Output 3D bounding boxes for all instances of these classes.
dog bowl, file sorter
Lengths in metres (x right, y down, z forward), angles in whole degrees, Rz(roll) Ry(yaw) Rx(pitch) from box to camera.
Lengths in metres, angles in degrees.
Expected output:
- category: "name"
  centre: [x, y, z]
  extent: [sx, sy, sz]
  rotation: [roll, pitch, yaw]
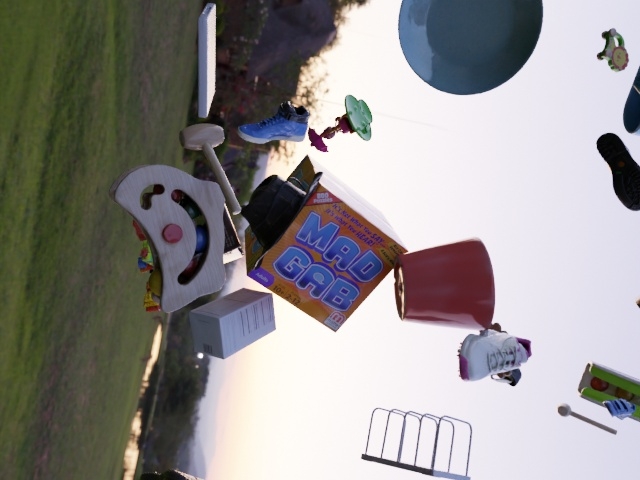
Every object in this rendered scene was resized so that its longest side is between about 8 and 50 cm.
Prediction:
- category: "dog bowl"
  centre: [1.012, -0.448, 1.693]
  extent: [0.166, 0.074, 0.297]
  rotation: [-86, 175, -47]
- category: "file sorter"
  centre: [0.301, 0.625, 1.717]
  extent: [0.277, 0.192, 0.173]
  rotation: [-10, -119, 46]

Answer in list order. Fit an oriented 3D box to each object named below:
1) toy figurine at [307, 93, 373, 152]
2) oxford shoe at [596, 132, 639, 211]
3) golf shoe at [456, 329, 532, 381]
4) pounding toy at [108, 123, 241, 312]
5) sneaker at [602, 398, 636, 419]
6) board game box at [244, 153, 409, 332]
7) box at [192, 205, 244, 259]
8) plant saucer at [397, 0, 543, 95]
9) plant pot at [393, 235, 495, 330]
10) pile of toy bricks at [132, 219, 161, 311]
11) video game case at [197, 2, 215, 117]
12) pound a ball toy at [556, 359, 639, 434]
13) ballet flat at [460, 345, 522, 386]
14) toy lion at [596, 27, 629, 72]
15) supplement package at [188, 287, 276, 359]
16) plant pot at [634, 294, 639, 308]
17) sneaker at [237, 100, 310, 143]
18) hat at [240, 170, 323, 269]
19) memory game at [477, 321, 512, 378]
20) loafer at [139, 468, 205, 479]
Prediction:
- category: "toy figurine"
  centre: [0.042, -0.300, 1.475]
  extent: [0.130, 0.159, 0.173]
  rotation: [60, 30, -16]
- category: "oxford shoe"
  centre: [0.828, -0.190, 1.505]
  extent: [0.096, 0.082, 0.227]
  rotation: [-19, 88, -56]
- category: "golf shoe"
  centre: [0.453, 0.293, 1.436]
  extent: [0.306, 0.140, 0.115]
  rotation: [-9, 95, -55]
- category: "pounding toy"
  centre: [-0.209, -0.031, 0.786]
  extent: [0.155, 0.154, 0.270]
  rotation: [15, -74, 62]
- category: "sneaker"
  centre: [0.902, 0.503, 1.674]
  extent: [0.059, 0.144, 0.053]
  rotation: [-40, -131, 29]
- category: "board game box"
  centre: [0.000, 0.000, 1.809]
  extent: [0.356, 0.356, 0.356]
  rotation: [-49, -159, 13]
- category: "box"
  centre: [-0.347, -0.008, 1.610]
  extent: [0.167, 0.203, 0.169]
  rotation: [114, -44, -79]
- category: "plant saucer"
  centre: [0.206, -0.303, 0.770]
  extent: [0.037, 0.195, 0.195]
  rotation: [-48, 156, -57]
- category: "plant pot"
  centre: [0.345, 0.131, 1.611]
  extent: [0.275, 0.243, 0.275]
  rotation: [176, -90, -90]
- category: "pile of toy bricks"
  centre: [-0.342, 0.032, 1.161]
  extent: [0.105, 0.118, 0.212]
  rotation: [46, 35, -62]
- category: "video game case"
  centre: [-0.260, -0.414, 1.269]
  extent: [0.193, 0.023, 0.212]
  rotation: [-98, -168, -58]
- category: "pound a ball toy"
  centre: [0.968, 0.535, 1.827]
  extent: [0.208, 0.319, 0.135]
  rotation: [-70, 161, 1]
- category: "ballet flat"
  centre: [0.717, 0.529, 2.340]
  extent: [0.095, 0.280, 0.096]
  rotation: [108, 9, -53]
- category: "toy lion"
  centre: [0.803, -0.513, 1.509]
  extent: [0.034, 0.096, 0.100]
  rotation: [0, -106, 69]
- category: "supplement package"
  centre: [-0.269, 0.253, 1.740]
  extent: [0.244, 0.139, 0.134]
  rotation: [-22, 113, -51]
- category: "plant pot"
  centre: [0.803, 0.113, 1.104]
  extent: [0.230, 0.215, 0.215]
  rotation: [-53, -160, 23]
- category: "sneaker"
  centre: [-0.093, -0.247, 1.137]
  extent: [0.058, 0.152, 0.085]
  rotation: [-117, -146, -42]
- category: "hat"
  centre: [-0.132, -0.078, 1.435]
  extent: [0.331, 0.134, 0.331]
  rotation: [-55, -174, 9]
- category: "memory game"
  centre: [0.557, 0.347, 1.769]
  extent: [0.186, 0.012, 0.186]
  rotation: [174, -90, -69]
- category: "loafer"
  centre: [-0.408, 0.716, 1.525]
  extent: [0.366, 0.133, 0.130]
  rotation: [-32, -144, 49]
